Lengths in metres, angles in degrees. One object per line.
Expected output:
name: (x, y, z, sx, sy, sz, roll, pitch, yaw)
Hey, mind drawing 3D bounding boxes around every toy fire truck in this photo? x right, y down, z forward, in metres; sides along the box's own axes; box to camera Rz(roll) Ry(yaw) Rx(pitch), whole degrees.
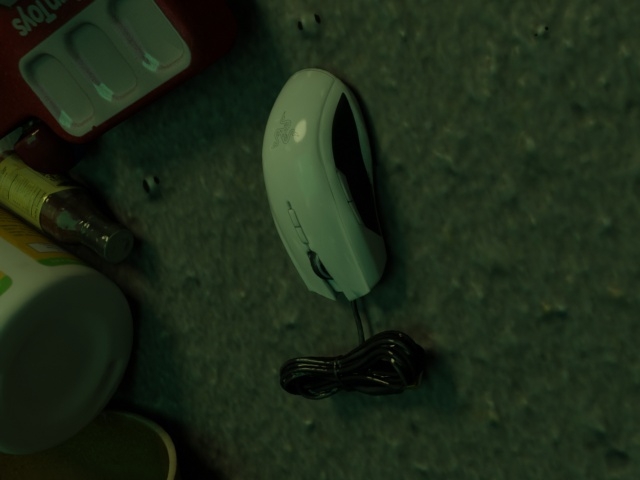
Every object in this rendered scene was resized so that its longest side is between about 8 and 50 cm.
toy fire truck: (-0.209, -0.162, 0.988, 0.302, 0.169, 0.254, -25, 104, 49)

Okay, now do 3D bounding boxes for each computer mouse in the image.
computer mouse: (0.000, 0.000, 0.898, 0.106, 0.042, 0.193, -4, 102, 48)

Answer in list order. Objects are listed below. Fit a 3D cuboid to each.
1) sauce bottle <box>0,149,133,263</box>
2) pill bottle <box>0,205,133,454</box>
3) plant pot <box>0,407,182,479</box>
sauce bottle: (-0.176, -0.022, 1.079, 0.128, 0.042, 0.042, 30, 125, 33)
pill bottle: (-0.257, 0.036, 1.113, 0.246, 0.136, 0.136, 30, 124, 37)
plant pot: (-0.171, 0.283, 1.078, 0.237, 0.237, 0.254, 9, 126, 45)
